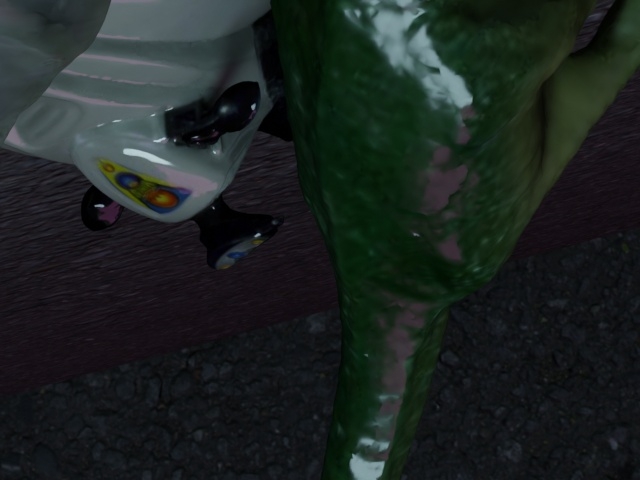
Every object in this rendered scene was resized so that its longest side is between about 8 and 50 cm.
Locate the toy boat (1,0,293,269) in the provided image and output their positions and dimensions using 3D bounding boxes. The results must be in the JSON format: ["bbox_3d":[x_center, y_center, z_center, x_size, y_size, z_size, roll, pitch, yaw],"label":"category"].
[{"bbox_3d":[-0.026,-0.069,0.660,0.141,0.140,0.269,-22,-175,46],"label":"toy boat"}]

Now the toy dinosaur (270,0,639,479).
[{"bbox_3d":[0.000,0.000,0.553,0.301,0.087,0.447,-53,148,-10],"label":"toy dinosaur"}]

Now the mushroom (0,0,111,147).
[{"bbox_3d":[-0.187,-0.057,0.358,0.329,0.159,0.122,-4,-148,-45],"label":"mushroom"}]
